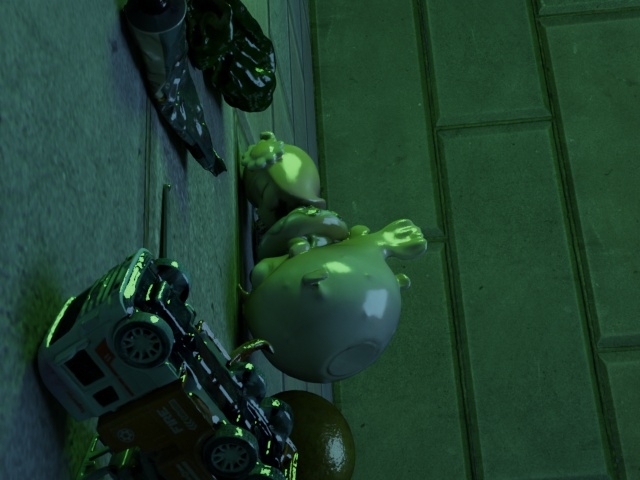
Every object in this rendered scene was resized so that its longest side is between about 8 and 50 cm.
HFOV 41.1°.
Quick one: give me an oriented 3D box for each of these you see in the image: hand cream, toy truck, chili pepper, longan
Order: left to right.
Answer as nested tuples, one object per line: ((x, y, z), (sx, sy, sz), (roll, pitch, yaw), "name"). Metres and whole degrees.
((-0.097, 0.103, 0.504), (0.177, 0.115, 0.080), (59, 14, -21), "toy truck")
((-0.125, -0.148, 0.786), (0.248, 0.052, 0.075), (77, 10, -66), "hand cream")
((-0.105, -0.232, 1.031), (0.253, 0.083, 0.099), (51, 43, -77), "chili pepper")
((-0.037, 0.270, 1.078), (0.145, 0.176, 0.154), (-50, -130, 31), "longan")

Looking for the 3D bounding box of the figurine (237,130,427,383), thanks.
((0.000, 0.000, 1.196), (0.226, 0.275, 0.394), (85, -16, -53), "figurine")

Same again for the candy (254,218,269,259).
((-0.083, -0.012, 1.332), (0.094, 0.051, 0.226), (42, 41, -69), "candy")

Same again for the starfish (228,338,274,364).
((-0.082, 0.175, 0.851), (0.190, 0.074, 0.146), (-5, 92, -86), "starfish")

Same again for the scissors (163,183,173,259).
((-0.132, 0.033, 0.743), (0.100, 0.015, 0.189), (72, 12, -63), "scissors")
